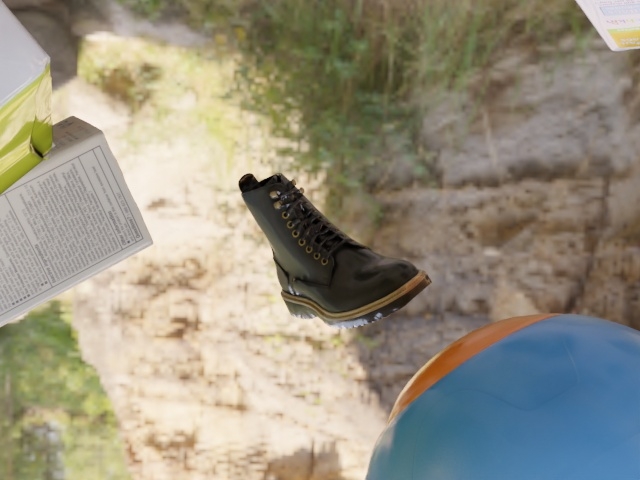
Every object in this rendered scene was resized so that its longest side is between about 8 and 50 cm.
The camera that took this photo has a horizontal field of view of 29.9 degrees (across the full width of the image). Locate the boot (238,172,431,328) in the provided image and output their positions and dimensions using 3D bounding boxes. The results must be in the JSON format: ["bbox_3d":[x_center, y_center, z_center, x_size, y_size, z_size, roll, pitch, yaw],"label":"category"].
[{"bbox_3d":[0.000,0.000,1.042,0.077,0.137,0.198,-35,-164,-32],"label":"boot"}]

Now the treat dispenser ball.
[{"bbox_3d":[0.175,0.198,0.881,0.288,0.288,0.288,2,-176,0],"label":"treat dispenser ball"}]

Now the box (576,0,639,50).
[{"bbox_3d":[0.209,-0.194,0.718,0.114,0.103,0.203,-2,171,24],"label":"box"}]

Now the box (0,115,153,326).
[{"bbox_3d":[-0.352,0.004,1.255,0.311,0.148,0.121,-28,-155,-18],"label":"box"}]

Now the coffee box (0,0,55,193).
[{"bbox_3d":[-0.390,-0.096,0.709,0.337,0.334,0.338,-41,-174,-12],"label":"coffee box"}]
